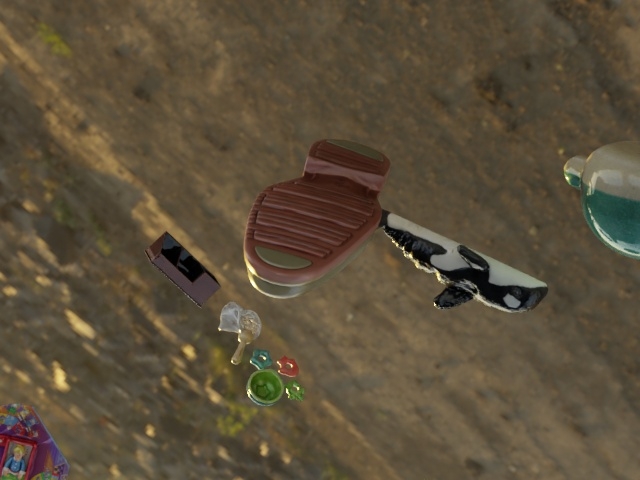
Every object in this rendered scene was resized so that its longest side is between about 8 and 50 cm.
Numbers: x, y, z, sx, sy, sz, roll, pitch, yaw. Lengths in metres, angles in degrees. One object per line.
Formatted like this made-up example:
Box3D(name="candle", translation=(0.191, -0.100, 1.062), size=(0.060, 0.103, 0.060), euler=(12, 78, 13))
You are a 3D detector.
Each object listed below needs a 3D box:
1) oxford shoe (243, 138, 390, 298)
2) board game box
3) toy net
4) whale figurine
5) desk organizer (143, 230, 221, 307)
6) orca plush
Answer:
Box3D(name="oxford shoe", translation=(0.000, 0.000, 1.395), size=(0.140, 0.397, 0.147), euler=(19, 115, 11))
Box3D(name="board game box", translation=(-0.466, 0.335, 1.744), size=(0.169, 0.133, 0.033), euler=(60, 166, -6))
Box3D(name="toy net", translation=(-0.111, 0.203, 2.156), size=(0.232, 0.122, 0.045), euler=(65, 153, 25))
Box3D(name="whale figurine", translation=(0.427, -0.058, 1.520), size=(0.216, 0.272, 0.141), euler=(8, 104, 6))
Box3D(name="desk organizer", translation=(-0.228, 0.048, 1.910), size=(0.130, 0.050, 0.047), euler=(46, -179, -32))
Box3D(name="orca plush", translation=(0.185, 0.051, 1.707), size=(0.287, 0.102, 0.151), euler=(25, -178, 1))
